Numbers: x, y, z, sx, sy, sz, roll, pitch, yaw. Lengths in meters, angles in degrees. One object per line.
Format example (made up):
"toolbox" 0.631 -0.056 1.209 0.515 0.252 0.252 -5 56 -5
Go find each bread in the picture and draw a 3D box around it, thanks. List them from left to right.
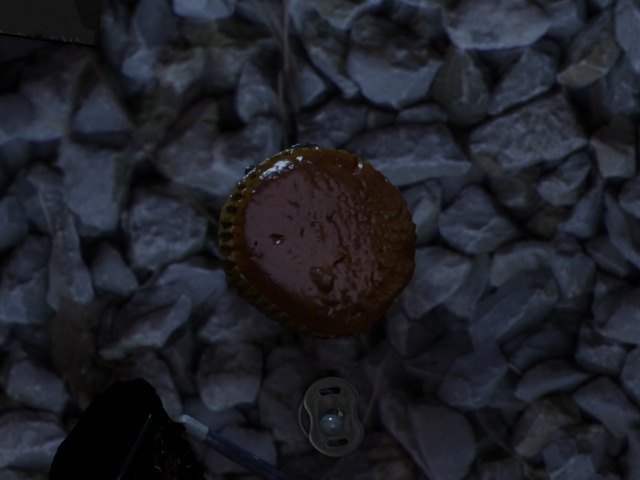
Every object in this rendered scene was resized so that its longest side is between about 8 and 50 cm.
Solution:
"bread" 0.000 0.001 1.439 0.199 0.104 0.199 0 91 -13

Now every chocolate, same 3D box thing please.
"chocolate" -0.167 0.224 1.410 0.133 0.156 0.156 38 85 -28

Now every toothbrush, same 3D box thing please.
"toothbrush" -0.024 0.254 1.488 0.288 0.024 0.026 32 100 -12

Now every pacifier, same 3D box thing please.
"pacifier" 0.008 0.181 1.470 0.068 0.064 0.083 -7 94 6

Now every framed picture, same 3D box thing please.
"framed picture" -0.291 -0.259 1.391 0.168 0.023 0.128 5 91 -23
